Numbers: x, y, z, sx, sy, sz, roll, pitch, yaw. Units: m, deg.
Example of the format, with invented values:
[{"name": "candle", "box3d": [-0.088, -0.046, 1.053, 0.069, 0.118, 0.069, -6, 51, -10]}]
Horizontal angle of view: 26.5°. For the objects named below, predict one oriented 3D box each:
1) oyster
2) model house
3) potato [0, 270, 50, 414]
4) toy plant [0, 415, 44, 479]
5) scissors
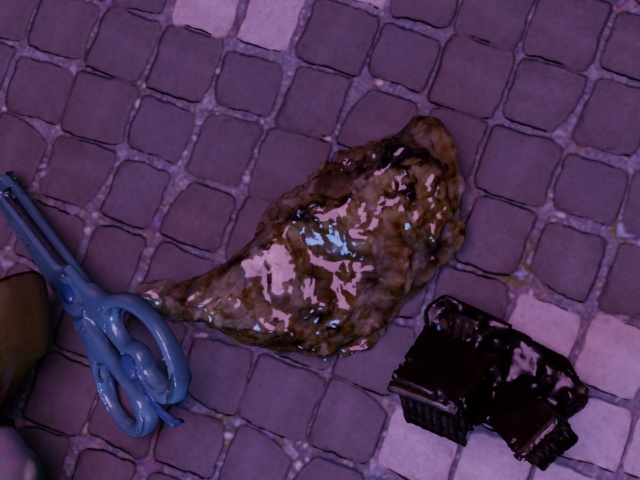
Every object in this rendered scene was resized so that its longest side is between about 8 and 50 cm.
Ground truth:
[{"name": "oyster", "box3d": [0.003, 0.028, 1.501, 0.396, 0.111, 0.204, -34, 79, 2]}, {"name": "model house", "box3d": [0.178, 0.149, 1.414, 0.203, 0.164, 0.141, 20, 91, 12]}, {"name": "potato", "box3d": [-0.405, 0.159, 1.496, 0.299, 0.239, 0.116, -38, 77, -5]}, {"name": "toy plant", "box3d": [-0.333, 0.381, 1.456, 0.247, 0.247, 0.332, -41, 78, 3]}, {"name": "scissors", "box3d": [-0.273, 0.062, 1.551, 0.393, 0.032, 0.180, 51, 135, 23]}]
